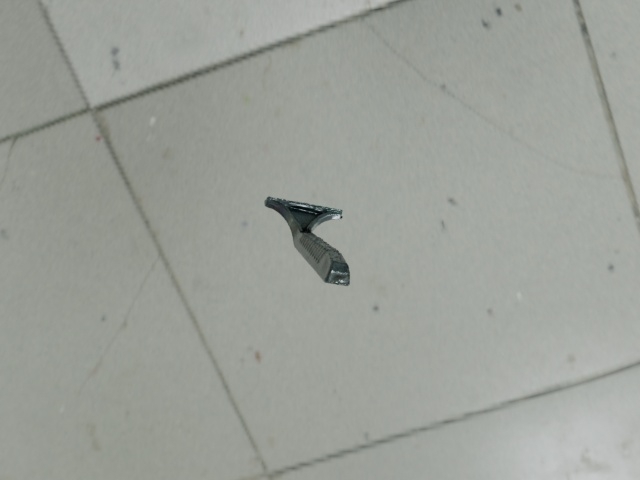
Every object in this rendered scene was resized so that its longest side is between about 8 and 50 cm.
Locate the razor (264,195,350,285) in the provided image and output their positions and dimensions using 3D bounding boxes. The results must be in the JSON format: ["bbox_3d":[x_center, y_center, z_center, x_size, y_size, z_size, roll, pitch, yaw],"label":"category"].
[{"bbox_3d":[-0.001,0.006,0.972,0.066,0.190,0.033,10,102,-12],"label":"razor"}]
